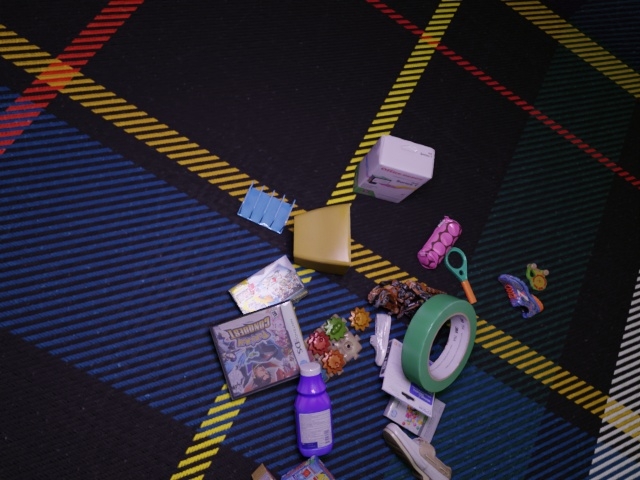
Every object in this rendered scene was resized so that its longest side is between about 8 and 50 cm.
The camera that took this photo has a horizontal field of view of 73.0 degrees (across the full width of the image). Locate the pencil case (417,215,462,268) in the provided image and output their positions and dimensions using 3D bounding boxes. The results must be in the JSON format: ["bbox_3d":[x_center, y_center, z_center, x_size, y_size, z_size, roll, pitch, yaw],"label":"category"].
[{"bbox_3d":[0.460,0.007,1.682,0.209,0.095,0.098,-51,129,-22],"label":"pencil case"}]

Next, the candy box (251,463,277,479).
[{"bbox_3d":[-0.142,0.739,1.277,0.053,0.186,0.109,-40,90,-20],"label":"candy box"}]

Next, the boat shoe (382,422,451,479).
[{"bbox_3d":[0.328,0.720,1.462,0.103,0.113,0.302,-41,101,-22],"label":"boat shoe"}]

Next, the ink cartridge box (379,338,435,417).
[{"bbox_3d":[0.308,0.480,1.506,0.206,0.045,0.208,33,45,-7],"label":"ink cartridge box"}]

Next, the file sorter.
[{"bbox_3d":[-0.188,-0.120,1.522,0.170,0.104,0.118,24,71,-8],"label":"file sorter"}]

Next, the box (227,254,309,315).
[{"bbox_3d":[-0.176,0.178,1.483,0.233,0.044,0.159,-32,87,-20],"label":"box"}]

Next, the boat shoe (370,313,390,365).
[{"bbox_3d":[0.208,0.350,1.541,0.063,0.066,0.184,12,75,2],"label":"boat shoe"}]

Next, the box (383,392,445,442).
[{"bbox_3d":[0.333,0.597,1.526,0.186,0.038,0.145,33,69,-5],"label":"box"}]

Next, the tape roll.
[{"bbox_3d":[0.401,0.340,1.440,0.321,0.077,0.321,-13,111,-38],"label":"tape roll"}]

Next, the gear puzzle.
[{"bbox_3d":[0.057,0.361,1.503,0.339,0.044,0.175,-37,88,-21],"label":"gear puzzle"}]

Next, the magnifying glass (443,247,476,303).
[{"bbox_3d":[0.560,0.138,1.712,0.092,0.026,0.231,-18,83,-19],"label":"magnifying glass"}]

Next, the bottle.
[{"bbox_3d":[-0.024,0.534,1.373,0.118,0.092,0.283,-6,96,-11],"label":"bottle"}]

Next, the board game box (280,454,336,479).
[{"bbox_3d":[-0.010,0.782,1.341,0.136,0.035,0.201,-35,96,7],"label":"board game box"}]

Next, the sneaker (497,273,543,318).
[{"bbox_3d":[0.791,0.222,1.729,0.087,0.083,0.221,-43,87,-13],"label":"sneaker"}]

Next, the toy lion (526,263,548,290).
[{"bbox_3d":[0.901,0.157,1.803,0.100,0.034,0.096,27,79,-8],"label":"toy lion"}]

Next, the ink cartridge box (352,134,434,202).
[{"bbox_3d":[0.261,-0.253,1.589,0.201,0.278,0.117,13,73,-12],"label":"ink cartridge box"}]

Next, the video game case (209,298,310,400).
[{"bbox_3d":[-0.189,0.351,1.401,0.275,0.035,0.248,-17,90,-9],"label":"video game case"}]

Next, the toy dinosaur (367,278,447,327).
[{"bbox_3d":[0.333,0.209,1.562,0.322,0.164,0.218,-19,47,-15],"label":"toy dinosaur"}]

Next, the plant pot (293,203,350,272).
[{"bbox_3d":[0.000,0.000,1.502,0.187,0.212,0.212,1,76,-3],"label":"plant pot"}]
